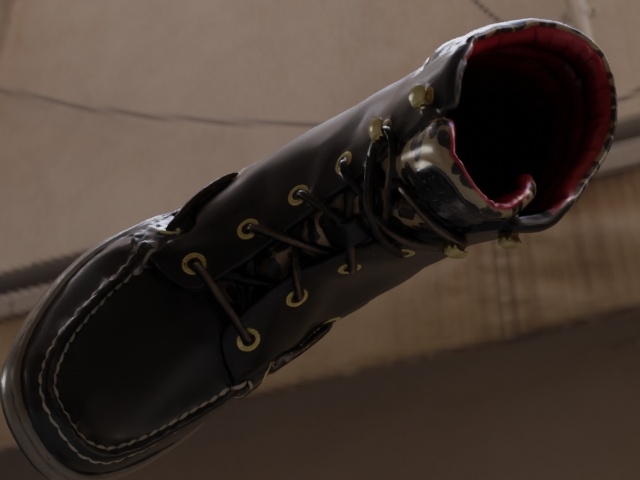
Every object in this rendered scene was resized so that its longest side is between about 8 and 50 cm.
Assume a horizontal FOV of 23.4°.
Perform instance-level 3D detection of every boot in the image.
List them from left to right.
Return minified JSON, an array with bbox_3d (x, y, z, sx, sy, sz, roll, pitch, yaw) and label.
[{"bbox_3d":[0.000,0.000,0.959,0.284,0.377,0.138,-27,-86,46],"label":"boot"}]
